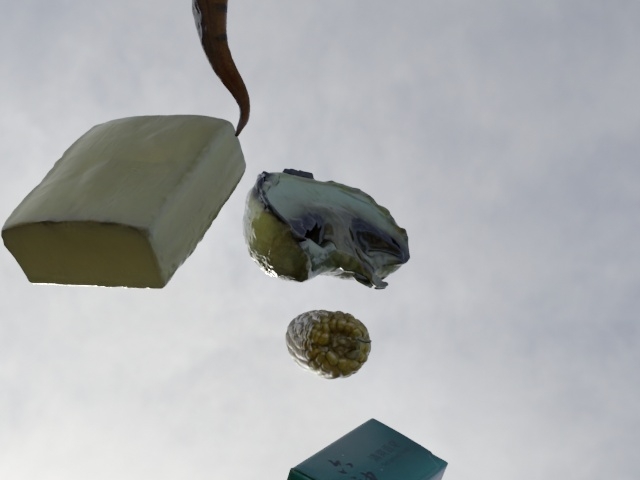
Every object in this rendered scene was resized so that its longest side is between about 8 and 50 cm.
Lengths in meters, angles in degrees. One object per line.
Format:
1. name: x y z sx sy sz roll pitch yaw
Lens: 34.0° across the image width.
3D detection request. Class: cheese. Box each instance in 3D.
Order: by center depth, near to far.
1. cheese: -0.261 -0.059 1.424 0.243 0.265 0.124 4 -49 23

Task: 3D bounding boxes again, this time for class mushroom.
1. mushroom: -0.002 0.001 1.663 0.247 0.344 0.130 51 -63 18

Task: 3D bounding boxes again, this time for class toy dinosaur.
1. toy dinosaur: -0.157 -0.361 1.402 0.208 0.097 0.432 8 -76 44

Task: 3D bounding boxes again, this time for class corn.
1. corn: 0.001 0.149 1.535 0.101 0.101 0.310 39 -10 -9

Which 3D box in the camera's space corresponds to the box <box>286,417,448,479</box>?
1. box: 0.013 0.306 0.972 0.092 0.153 0.244 28 -69 24
